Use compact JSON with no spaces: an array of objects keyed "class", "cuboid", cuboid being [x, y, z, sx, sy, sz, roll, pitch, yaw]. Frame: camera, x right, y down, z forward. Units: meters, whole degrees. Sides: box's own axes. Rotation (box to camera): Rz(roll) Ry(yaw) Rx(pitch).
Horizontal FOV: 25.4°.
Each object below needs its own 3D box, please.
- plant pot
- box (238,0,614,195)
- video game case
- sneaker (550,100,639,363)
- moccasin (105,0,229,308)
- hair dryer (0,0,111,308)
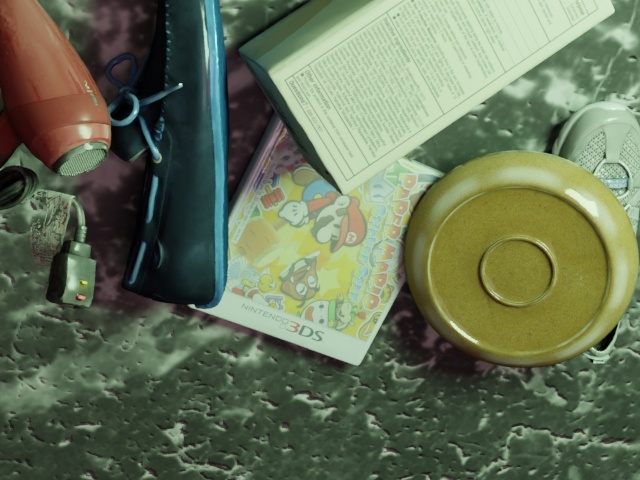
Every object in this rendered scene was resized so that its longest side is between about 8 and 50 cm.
[{"class":"plant pot","cuboid":[0.199,0.027,1.422,0.236,0.032,0.236,4,111,9]},{"class":"box","cuboid":[0.098,-0.195,1.317,0.311,0.121,0.148,-33,115,-5]},{"class":"video game case","cuboid":[0.000,0.000,1.443,0.206,0.026,0.227,21,105,-22]},{"class":"sneaker","cuboid":[0.298,-0.005,1.471,0.105,0.115,0.281,-6,114,-13]},{"class":"moccasin","cuboid":[-0.144,-0.091,1.303,0.116,0.138,0.342,1,108,-1]},{"class":"hair dryer","cuboid":[-0.286,-0.090,1.258,0.223,0.080,0.294,10,92,24]}]
